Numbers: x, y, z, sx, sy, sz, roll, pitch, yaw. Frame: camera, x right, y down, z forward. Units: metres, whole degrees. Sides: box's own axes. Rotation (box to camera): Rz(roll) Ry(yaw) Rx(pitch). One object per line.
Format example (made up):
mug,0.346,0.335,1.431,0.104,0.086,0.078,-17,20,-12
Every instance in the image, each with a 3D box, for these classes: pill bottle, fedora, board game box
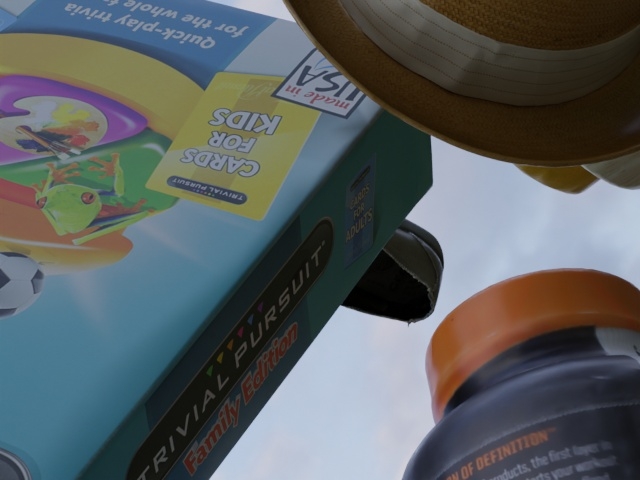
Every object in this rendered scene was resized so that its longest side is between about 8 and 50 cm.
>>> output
pill bottle,0.096,0.127,0.525,0.130,0.245,0.130,-6,-39,-5
fedora,0.075,-0.117,0.579,0.194,0.194,0.079,-34,-15,-35
board game box,-0.141,0.015,0.663,0.336,0.254,0.079,-52,-31,-40

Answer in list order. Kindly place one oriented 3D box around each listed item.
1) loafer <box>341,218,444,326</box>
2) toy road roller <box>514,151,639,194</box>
loafer,0.000,0.000,1.337,0.251,0.087,0.094,19,-64,-22
toy road roller,0.223,-0.174,0.988,0.240,0.329,0.202,21,-46,-34
